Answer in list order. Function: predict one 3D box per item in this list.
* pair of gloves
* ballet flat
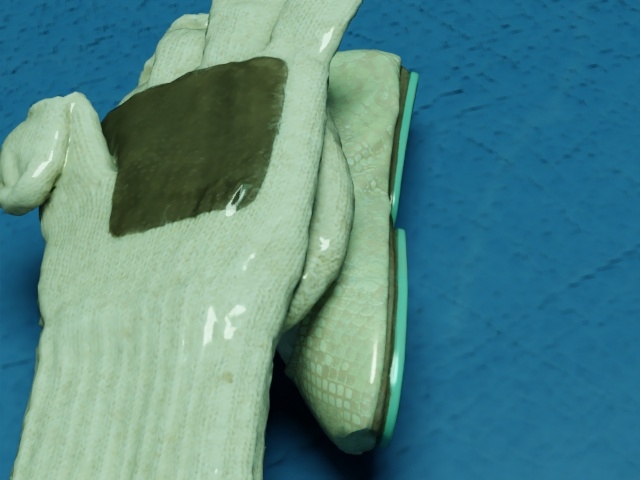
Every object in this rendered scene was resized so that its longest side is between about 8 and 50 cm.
[{"bbox_3d":[-0.108,0.007,0.580,0.240,0.042,0.204,-5,47,26],"label":"pair of gloves"},{"bbox_3d":[0.000,0.000,0.600,0.052,0.057,0.168,10,39,-4],"label":"ballet flat"}]
